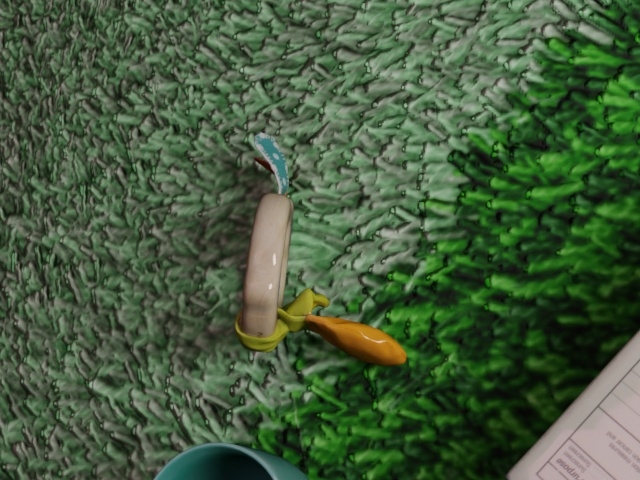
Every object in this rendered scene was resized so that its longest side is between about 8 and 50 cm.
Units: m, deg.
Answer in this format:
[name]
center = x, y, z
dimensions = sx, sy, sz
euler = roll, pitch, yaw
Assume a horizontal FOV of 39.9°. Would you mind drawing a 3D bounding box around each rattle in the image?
[rattle]
center = 0.000, 0.000, 0.746
dimensions = 0.142, 0.130, 0.200
euler = -4, 42, 13

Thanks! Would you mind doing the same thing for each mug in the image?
[mug]
center = -0.071, 0.220, 0.675
dimensions = 0.158, 0.097, 0.129
euler = 18, 80, 31

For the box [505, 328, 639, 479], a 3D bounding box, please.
[box]
center = 0.278, 0.089, 0.542
dimensions = 0.311, 0.121, 0.148
euler = -47, 58, 3
